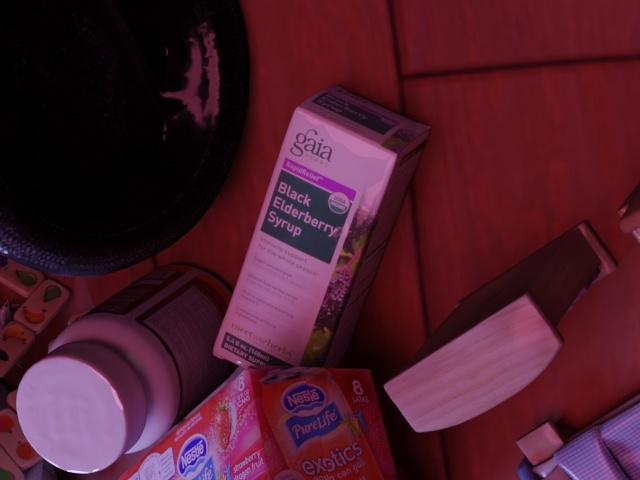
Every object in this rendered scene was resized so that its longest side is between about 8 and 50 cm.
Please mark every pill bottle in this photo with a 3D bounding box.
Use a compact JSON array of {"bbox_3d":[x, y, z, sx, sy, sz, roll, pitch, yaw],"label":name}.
[{"bbox_3d":[-0.157,0.107,1.362,0.121,0.221,0.121,7,109,20],"label":"pill bottle"}]

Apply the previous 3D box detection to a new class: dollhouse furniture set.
[{"bbox_3d":[0.252,0.141,1.225,0.286,0.198,0.303,-36,92,27],"label":"dollhouse furniture set"}]

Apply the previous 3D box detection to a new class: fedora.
[{"bbox_3d":[-0.217,-0.142,1.324,0.152,0.334,0.334,14,116,54],"label":"fedora"}]

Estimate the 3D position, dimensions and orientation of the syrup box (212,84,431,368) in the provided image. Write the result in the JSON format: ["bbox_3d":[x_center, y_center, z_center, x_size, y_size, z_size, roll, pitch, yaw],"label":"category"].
[{"bbox_3d":[0.000,0.000,1.337,0.093,0.096,0.237,26,115,12],"label":"syrup box"}]

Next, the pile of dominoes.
[{"bbox_3d":[-0.299,0.107,1.409,0.196,0.251,0.040,30,141,8],"label":"pile of dominoes"}]

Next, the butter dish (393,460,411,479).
[{"bbox_3d":[0.042,0.249,1.395,0.160,0.118,0.160,50,128,49],"label":"butter dish"}]

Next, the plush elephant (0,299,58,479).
[{"bbox_3d":[-0.369,0.229,1.466,0.272,0.255,0.330,19,112,15],"label":"plush elephant"}]

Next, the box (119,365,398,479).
[{"bbox_3d":[-0.055,0.209,1.325,0.257,0.122,0.128,-43,52,48],"label":"box"}]
